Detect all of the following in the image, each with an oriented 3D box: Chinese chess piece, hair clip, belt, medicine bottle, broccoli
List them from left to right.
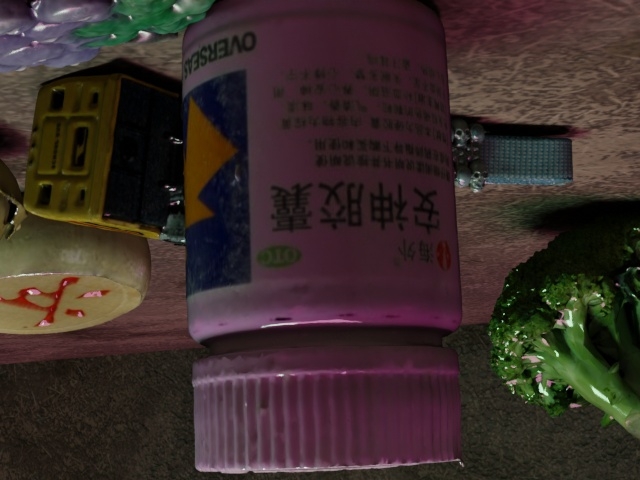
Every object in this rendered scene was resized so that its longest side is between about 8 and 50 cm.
[{"bbox_3d":[-0.319,0.029,1.295,0.249,0.103,0.250,-6,161,-2],"label":"Chinese chess piece"},{"bbox_3d":[-0.157,-0.135,0.667,0.195,0.052,0.124,-9,-179,-9],"label":"hair clip"},{"bbox_3d":[0.000,0.000,0.731,0.178,0.291,0.178,-1,170,0],"label":"medicine bottle"},{"bbox_3d":[0.149,-0.075,1.021,0.179,0.065,0.100,-2,179,-12],"label":"belt"},{"bbox_3d":[0.406,0.108,1.453,0.413,0.321,0.310,33,177,-35],"label":"broccoli"}]

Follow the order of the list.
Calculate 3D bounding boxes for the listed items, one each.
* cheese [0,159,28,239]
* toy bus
[{"bbox_3d":[-0.388,-0.038,0.926,0.259,0.128,0.315,-1,167,42],"label":"cheese"},{"bbox_3d":[-0.089,-0.046,0.951,0.123,0.121,0.335,2,174,32],"label":"toy bus"}]
